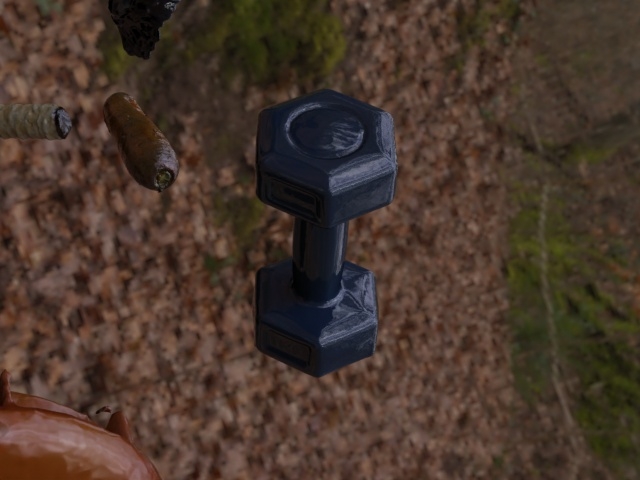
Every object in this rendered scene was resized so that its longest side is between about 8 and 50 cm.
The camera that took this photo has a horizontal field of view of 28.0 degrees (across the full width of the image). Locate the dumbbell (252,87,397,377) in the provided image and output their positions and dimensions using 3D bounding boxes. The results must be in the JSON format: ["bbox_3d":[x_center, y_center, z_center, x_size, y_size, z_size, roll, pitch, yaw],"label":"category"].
[{"bbox_3d":[0.000,0.000,1.370,0.316,0.143,0.156,94,-4,-46],"label":"dumbbell"}]

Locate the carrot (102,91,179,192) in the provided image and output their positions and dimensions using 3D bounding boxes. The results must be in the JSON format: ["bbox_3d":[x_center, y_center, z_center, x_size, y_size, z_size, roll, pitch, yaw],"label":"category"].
[{"bbox_3d":[-0.221,-0.123,1.540,0.186,0.060,0.060,53,-11,45],"label":"carrot"}]

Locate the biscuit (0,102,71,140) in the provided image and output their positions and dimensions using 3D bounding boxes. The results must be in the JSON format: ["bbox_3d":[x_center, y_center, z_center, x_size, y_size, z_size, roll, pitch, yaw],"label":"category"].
[{"bbox_3d":[-0.481,-0.182,1.942,0.055,0.219,0.061,-64,151,-57],"label":"biscuit"}]

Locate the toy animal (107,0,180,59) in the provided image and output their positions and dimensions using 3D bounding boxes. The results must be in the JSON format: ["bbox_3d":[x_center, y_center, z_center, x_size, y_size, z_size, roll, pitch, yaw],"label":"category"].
[{"bbox_3d":[-0.147,-0.298,1.235,0.197,0.272,0.160,42,47,-20],"label":"toy animal"}]

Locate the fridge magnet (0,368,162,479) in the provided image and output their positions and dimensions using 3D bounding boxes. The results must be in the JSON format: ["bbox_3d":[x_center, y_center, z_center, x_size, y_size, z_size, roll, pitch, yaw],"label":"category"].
[{"bbox_3d":[-0.326,0.275,1.230,0.364,0.363,0.155,68,2,-45],"label":"fridge magnet"}]
